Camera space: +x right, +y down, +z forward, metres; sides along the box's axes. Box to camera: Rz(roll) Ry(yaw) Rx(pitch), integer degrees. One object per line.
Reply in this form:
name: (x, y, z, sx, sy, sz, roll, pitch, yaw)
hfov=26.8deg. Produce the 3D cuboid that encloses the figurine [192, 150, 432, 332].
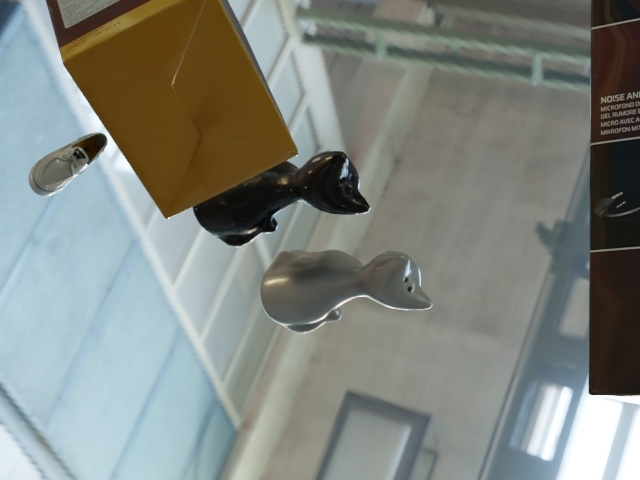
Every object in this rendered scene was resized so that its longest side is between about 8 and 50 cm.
figurine: (0.000, 0.000, 1.400, 0.209, 0.092, 0.215, -7, -54, 46)

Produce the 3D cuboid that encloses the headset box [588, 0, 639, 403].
headset box: (0.209, -0.069, 0.596, 0.110, 0.293, 0.218, -5, -13, 34)

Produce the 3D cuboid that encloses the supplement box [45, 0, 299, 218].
supplement box: (-0.132, -0.164, 1.137, 0.129, 0.194, 0.191, -26, -45, 3)

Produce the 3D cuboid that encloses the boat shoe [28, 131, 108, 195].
boat shoe: (-0.237, -0.076, 1.280, 0.035, 0.100, 0.035, -33, -85, 41)
